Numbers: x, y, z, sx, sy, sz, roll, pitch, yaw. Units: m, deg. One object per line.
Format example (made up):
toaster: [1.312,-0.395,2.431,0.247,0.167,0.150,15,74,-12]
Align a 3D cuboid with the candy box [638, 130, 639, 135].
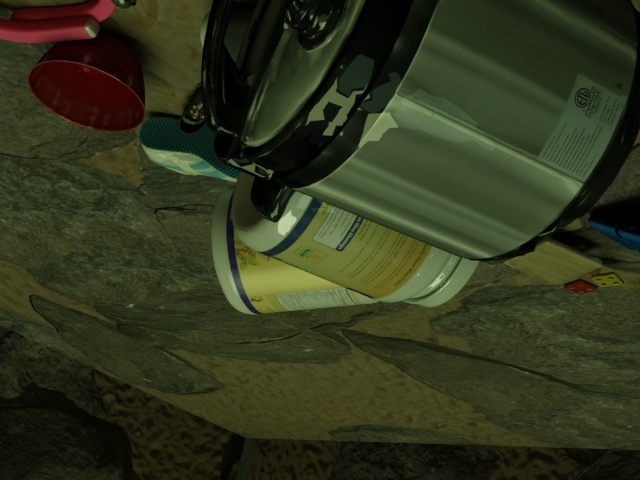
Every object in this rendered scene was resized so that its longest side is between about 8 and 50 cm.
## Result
candy box: [0.331,-0.150,1.207,0.159,0.071,0.233,21,134,-20]

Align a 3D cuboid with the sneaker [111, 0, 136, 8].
sneaker: [-0.290,-0.386,1.057,0.106,0.078,0.234,9,151,12]

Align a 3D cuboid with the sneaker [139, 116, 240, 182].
sneaker: [-0.201,-0.152,1.508,0.229,0.087,0.092,18,163,1]

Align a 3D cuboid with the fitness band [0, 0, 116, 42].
fitness band: [-0.420,-0.361,1.188,0.291,0.054,0.209,1,153,20]

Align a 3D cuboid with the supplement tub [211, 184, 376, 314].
supplement tub: [0.000,0.000,1.516,0.331,0.241,0.241,-7,150,16]

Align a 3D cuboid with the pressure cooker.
pressure cooker: [0.090,-0.205,0.927,0.421,0.369,0.375,20,150,-25]

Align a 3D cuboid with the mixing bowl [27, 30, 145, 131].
mixing bowl: [-0.345,-0.257,1.320,0.182,0.098,0.181,10,155,5]

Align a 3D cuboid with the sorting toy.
sorting toy: [0.450,0.030,1.637,0.275,0.046,0.132,22,153,-19]

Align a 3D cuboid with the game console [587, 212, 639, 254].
game console: [0.658,-0.025,1.456,0.293,0.173,0.250,25,-177,-25]

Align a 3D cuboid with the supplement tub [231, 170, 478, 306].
supplement tub: [0.058,-0.045,1.223,0.316,0.228,0.228,24,152,-25]

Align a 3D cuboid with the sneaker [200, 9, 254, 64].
sneaker: [-0.039,-0.223,1.247,0.147,0.104,0.295,2,149,32]

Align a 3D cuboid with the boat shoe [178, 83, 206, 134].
boat shoe: [-0.197,-0.216,1.411,0.049,0.042,0.133,24,151,-20]
